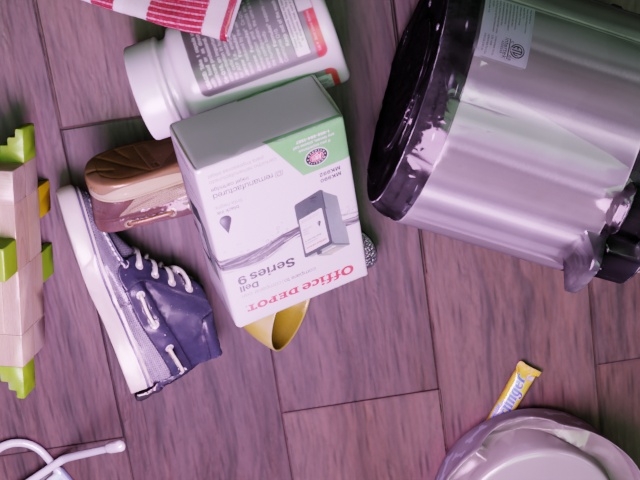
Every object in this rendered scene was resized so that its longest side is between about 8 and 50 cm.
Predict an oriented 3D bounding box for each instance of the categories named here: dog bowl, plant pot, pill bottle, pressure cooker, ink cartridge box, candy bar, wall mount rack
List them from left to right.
[{"bbox_3d":[-0.360,0.442,2.036,0.304,0.130,0.350,-34,107,7],"label":"wall mount rack"},{"bbox_3d":[-0.116,-0.250,1.813,0.283,0.161,0.161,-19,108,3],"label":"pill bottle"},{"bbox_3d":[-0.083,0.084,1.951,0.095,0.134,0.134,21,107,18],"label":"plant pot"},{"bbox_3d":[-0.063,-0.050,1.788,0.211,0.121,0.289,-22,133,-11],"label":"ink cartridge box"},{"bbox_3d":[0.292,0.264,2.078,0.040,0.018,0.161,25,104,-11],"label":"candy bar"},{"bbox_3d":[0.333,0.420,2.076,0.348,0.102,0.349,-2,111,-5],"label":"dog bowl"},{"bbox_3d":[0.303,-0.146,1.762,0.420,0.375,0.370,15,103,-8],"label":"pressure cooker"}]

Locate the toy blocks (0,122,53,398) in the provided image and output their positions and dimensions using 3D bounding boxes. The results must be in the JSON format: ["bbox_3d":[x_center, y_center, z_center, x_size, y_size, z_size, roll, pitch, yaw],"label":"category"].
[{"bbox_3d":[-0.539,0.023,1.885,0.260,0.191,0.381,3,107,8],"label":"toy blocks"}]

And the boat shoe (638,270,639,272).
[{"bbox_3d":[0.544,0.001,1.985,0.257,0.095,0.095,-4,140,-8],"label":"boat shoe"}]

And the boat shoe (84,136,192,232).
[{"bbox_3d":[-0.162,-0.084,1.871,0.342,0.123,0.123,-16,128,-21],"label":"boat shoe"}]

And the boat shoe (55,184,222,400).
[{"bbox_3d":[-0.262,0.055,1.937,0.158,0.127,0.341,-22,111,-10],"label":"boat shoe"}]

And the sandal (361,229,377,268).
[{"bbox_3d":[0.000,0.000,1.970,0.179,0.040,0.067,11,102,8],"label":"sandal"}]

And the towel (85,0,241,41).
[{"bbox_3d":[-0.241,-0.418,1.741,0.329,0.037,0.237,18,97,12],"label":"towel"}]
